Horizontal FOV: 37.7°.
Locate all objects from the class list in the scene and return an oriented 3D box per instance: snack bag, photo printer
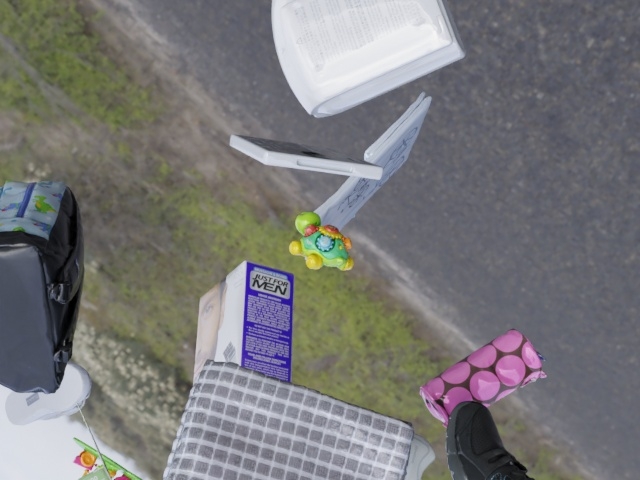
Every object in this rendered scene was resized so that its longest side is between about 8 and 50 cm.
[{"bbox_3d":[0.082,-0.115,1.870,0.037,0.342,0.323,41,166,7],"label":"snack bag"},{"bbox_3d":[0.067,-0.369,1.620,0.107,0.307,0.256,13,-123,-67],"label":"photo printer"}]

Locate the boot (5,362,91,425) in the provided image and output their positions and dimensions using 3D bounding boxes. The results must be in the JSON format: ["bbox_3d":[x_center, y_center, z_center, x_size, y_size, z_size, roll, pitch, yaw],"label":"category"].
[{"bbox_3d":[-0.500,0.293,1.838,0.258,0.095,0.123,-24,168,37],"label":"boot"}]

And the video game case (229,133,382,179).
[{"bbox_3d":[-0.025,-0.121,1.354,0.173,0.022,0.190,6,-169,-22],"label":"video game case"}]

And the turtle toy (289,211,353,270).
[{"bbox_3d":[0.000,0.000,1.567,0.095,0.066,0.130,3,-154,-42],"label":"turtle toy"}]

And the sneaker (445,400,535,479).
[{"bbox_3d":[0.288,0.381,1.376,0.125,0.139,0.341,28,-143,-44],"label":"sneaker"}]

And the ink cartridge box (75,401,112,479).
[{"bbox_3d":[-0.373,0.400,1.566,0.235,0.056,0.171,58,162,15],"label":"ink cartridge box"}]

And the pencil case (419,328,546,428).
[{"bbox_3d":[0.275,0.239,1.590,0.098,0.209,0.095,61,174,-2],"label":"pencil case"}]

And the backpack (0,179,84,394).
[{"bbox_3d":[-0.496,0.036,1.550,0.273,0.355,0.290,4,122,3],"label":"backpack"}]

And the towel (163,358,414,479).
[{"bbox_3d":[-0.038,0.287,1.091,0.283,0.235,0.121,18,151,-8],"label":"towel"}]

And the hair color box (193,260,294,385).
[{"bbox_3d":[-0.135,0.228,1.592,0.110,0.339,0.185,19,146,-27],"label":"hair color box"}]

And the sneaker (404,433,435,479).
[{"bbox_3d":[0.090,0.412,1.350,0.118,0.292,0.110,16,180,-34],"label":"sneaker"}]

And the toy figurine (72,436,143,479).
[{"bbox_3d":[-0.454,0.498,1.832,0.173,0.159,0.130,36,161,-12],"label":"toy figurine"}]
